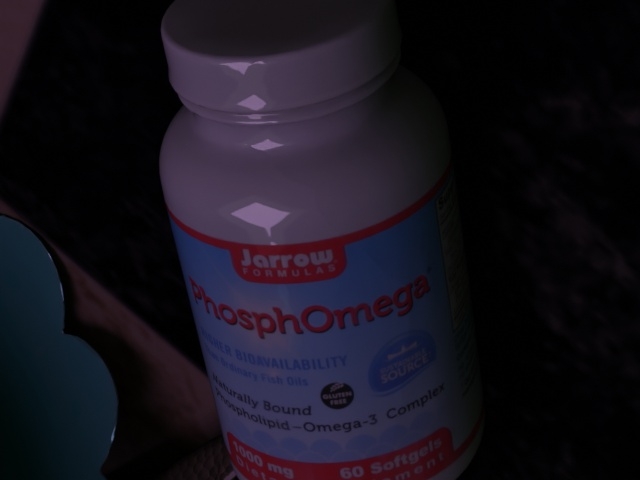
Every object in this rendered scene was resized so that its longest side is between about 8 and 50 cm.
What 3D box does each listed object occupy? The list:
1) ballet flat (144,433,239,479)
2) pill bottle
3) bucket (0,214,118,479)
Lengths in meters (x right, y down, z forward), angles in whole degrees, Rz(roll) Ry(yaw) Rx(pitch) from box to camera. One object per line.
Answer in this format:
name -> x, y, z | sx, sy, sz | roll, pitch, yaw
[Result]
ballet flat -> -0.060, 0.135, 0.713 | 0.084, 0.058, 0.250 | 49, 139, -3
pill bottle -> 0.000, 0.000, 0.531 | 0.087, 0.087, 0.160 | 13, 130, 32
bucket -> -0.236, 0.093, 0.677 | 0.281, 0.281, 0.183 | 48, 142, -3
